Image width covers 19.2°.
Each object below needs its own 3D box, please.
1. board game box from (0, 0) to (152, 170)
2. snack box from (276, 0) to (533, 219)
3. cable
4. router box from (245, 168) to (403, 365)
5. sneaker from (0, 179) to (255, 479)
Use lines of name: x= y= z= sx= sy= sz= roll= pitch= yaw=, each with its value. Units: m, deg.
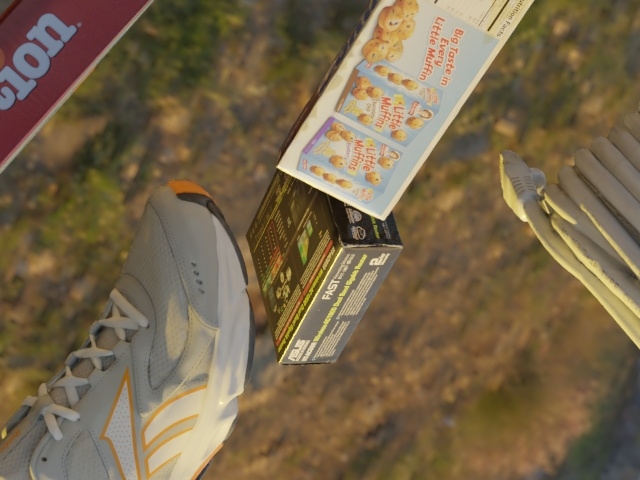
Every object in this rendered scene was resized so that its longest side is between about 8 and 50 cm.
board game box: x=-0.102 y=-0.031 z=0.567 sx=0.145 sy=0.027 sz=0.281 roll=-49 pitch=-172 yaw=-13
snack box: x=0.047 y=-0.091 z=0.922 sx=0.178 sy=0.064 sz=0.022 roll=-56 pitch=-165 yaw=30
cable: x=0.203 y=0.050 z=0.802 sx=0.089 sy=0.257 sz=0.257 roll=-44 pitch=-163 yaw=6
router box: x=0.000 y=0.000 z=1.057 sx=0.038 sy=0.092 sz=0.122 roll=0 pitch=146 yaw=-21
sneaker: x=-0.115 y=0.092 z=1.025 sx=0.121 sy=0.099 sz=0.262 roll=3 pitch=109 yaw=-24
